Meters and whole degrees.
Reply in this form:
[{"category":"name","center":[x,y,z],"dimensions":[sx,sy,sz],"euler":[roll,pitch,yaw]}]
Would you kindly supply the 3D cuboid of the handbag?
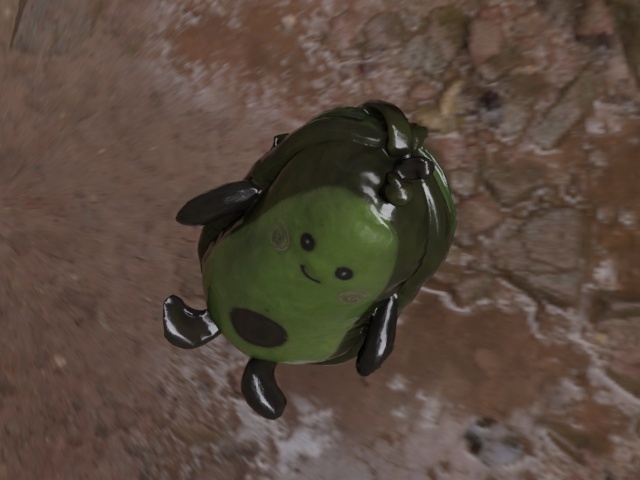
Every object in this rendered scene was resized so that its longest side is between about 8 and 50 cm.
[{"category":"handbag","center":[0.000,0.000,0.482],"dimensions":[0.072,0.111,0.047],"euler":[39,48,-3]}]
